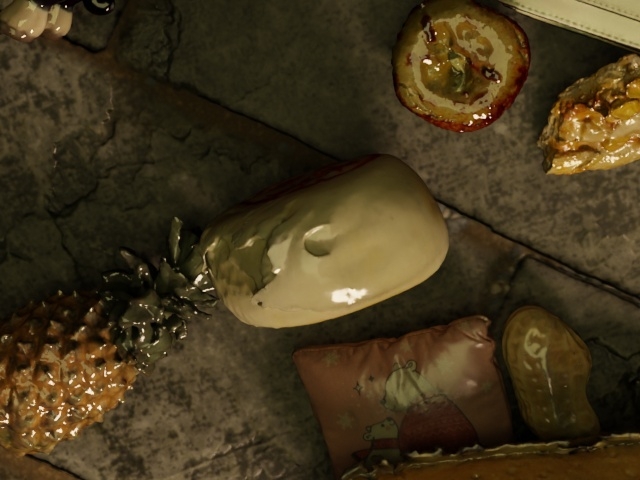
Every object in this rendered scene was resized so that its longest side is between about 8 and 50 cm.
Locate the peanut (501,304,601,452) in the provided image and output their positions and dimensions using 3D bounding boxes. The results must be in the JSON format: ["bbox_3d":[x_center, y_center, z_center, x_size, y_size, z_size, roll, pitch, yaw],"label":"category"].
[{"bbox_3d":[0.256,0.159,1.537,0.093,0.083,0.194,-30,107,-27],"label":"peanut"}]

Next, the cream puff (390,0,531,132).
[{"bbox_3d":[0.145,-0.188,1.466,0.149,0.084,0.149,1,99,5],"label":"cream puff"}]

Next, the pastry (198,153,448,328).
[{"bbox_3d":[0.000,0.000,1.422,0.264,0.265,0.133,-21,100,7],"label":"pastry"}]

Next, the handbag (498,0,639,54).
[{"bbox_3d":[0.336,-0.369,1.381,0.236,0.160,0.359,20,102,4],"label":"handbag"}]

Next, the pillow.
[{"bbox_3d":[0.105,0.199,1.549,0.236,0.084,0.223,-12,106,10],"label":"pillow"}]

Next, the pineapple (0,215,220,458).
[{"bbox_3d":[-0.215,0.096,1.517,0.340,0.169,0.169,-29,99,2],"label":"pineapple"}]

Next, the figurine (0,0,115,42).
[{"bbox_3d":[-0.246,-0.391,1.392,0.411,0.241,0.306,-30,75,26],"label":"figurine"}]

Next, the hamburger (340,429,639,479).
[{"bbox_3d":[0.223,0.385,1.458,0.445,0.287,0.268,-5,130,3],"label":"hamburger"}]

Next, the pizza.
[{"bbox_3d":[0.318,-0.134,1.446,0.182,0.062,0.161,-8,142,2],"label":"pizza"}]
